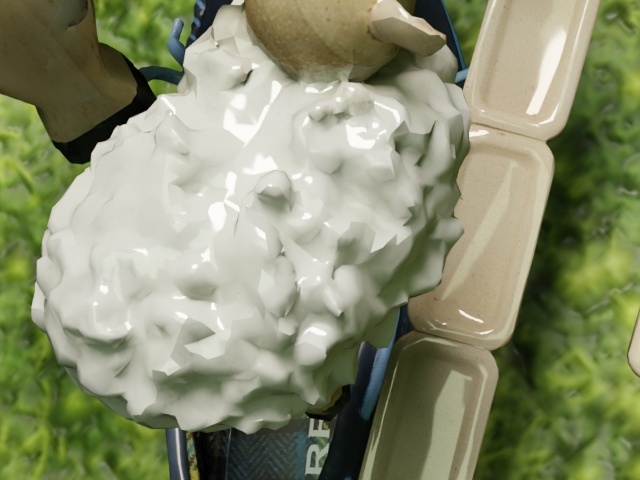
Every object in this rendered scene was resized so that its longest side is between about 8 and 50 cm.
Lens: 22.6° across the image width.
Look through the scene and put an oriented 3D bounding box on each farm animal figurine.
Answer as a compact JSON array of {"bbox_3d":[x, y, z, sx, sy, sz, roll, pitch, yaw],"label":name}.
[{"bbox_3d":[-0.023,-0.164,0.396,0.327,0.172,0.330,-45,61,-4],"label":"farm animal figurine"}]

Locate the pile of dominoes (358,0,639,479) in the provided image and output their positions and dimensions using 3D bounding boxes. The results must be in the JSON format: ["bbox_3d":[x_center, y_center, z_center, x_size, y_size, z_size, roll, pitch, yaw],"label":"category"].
[{"bbox_3d":[0.118,0.041,0.437,0.196,0.040,0.251,15,86,5],"label":"pile of dominoes"}]

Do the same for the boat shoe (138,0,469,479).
[{"bbox_3d":[0.000,0.000,0.471,0.109,0.089,0.258,-12,74,20],"label":"boat shoe"}]
